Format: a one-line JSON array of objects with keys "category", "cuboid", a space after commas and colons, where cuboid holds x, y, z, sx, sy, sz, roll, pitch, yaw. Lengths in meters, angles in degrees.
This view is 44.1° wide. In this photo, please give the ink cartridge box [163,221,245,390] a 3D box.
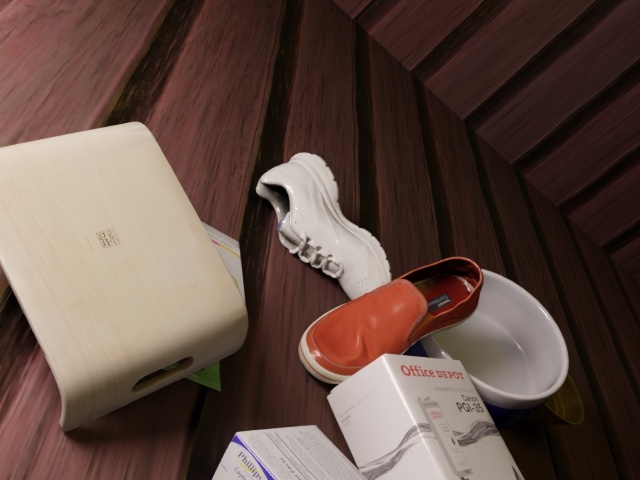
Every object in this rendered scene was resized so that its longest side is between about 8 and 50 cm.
[{"category": "ink cartridge box", "cuboid": [-0.151, 0.066, 0.956, 0.109, 0.062, 0.209, 31, 31, -33]}]

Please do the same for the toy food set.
[{"category": "toy food set", "cuboid": [-0.235, 0.019, 0.832, 0.220, 0.092, 0.306, -20, 74, -41]}]

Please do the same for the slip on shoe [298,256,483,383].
[{"category": "slip on shoe", "cuboid": [0.109, 0.105, 1.149, 0.331, 0.101, 0.123, -20, 56, -30]}]

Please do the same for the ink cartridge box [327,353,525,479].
[{"category": "ink cartridge box", "cuboid": [0.157, 0.299, 1.048, 0.207, 0.117, 0.283, 14, 42, -49]}]

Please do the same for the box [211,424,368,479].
[{"category": "box", "cuboid": [-0.023, 0.265, 0.830, 0.126, 0.072, 0.137, 39, 16, 36]}]

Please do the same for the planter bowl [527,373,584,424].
[{"category": "planter bowl", "cuboid": [0.385, 0.268, 1.472, 0.217, 0.090, 0.217, 36, 29, -24]}]

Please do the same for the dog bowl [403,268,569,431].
[{"category": "dog bowl", "cuboid": [0.265, 0.174, 1.299, 0.265, 0.104, 0.265, 15, 43, -14]}]

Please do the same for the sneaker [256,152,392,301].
[{"category": "sneaker", "cuboid": [0.000, 0.000, 1.267, 0.129, 0.111, 0.297, -23, 71, -42]}]
